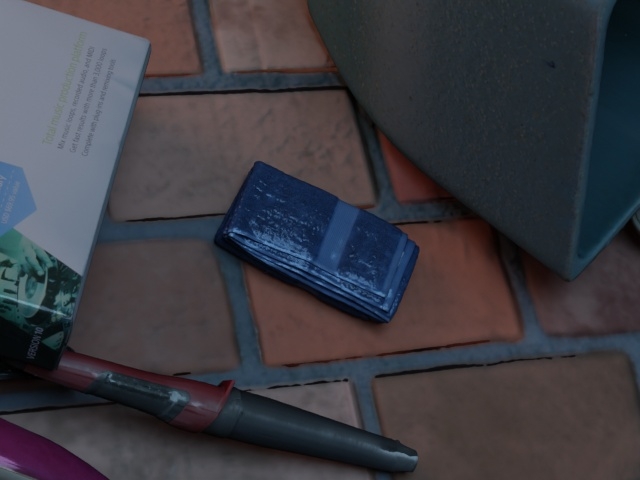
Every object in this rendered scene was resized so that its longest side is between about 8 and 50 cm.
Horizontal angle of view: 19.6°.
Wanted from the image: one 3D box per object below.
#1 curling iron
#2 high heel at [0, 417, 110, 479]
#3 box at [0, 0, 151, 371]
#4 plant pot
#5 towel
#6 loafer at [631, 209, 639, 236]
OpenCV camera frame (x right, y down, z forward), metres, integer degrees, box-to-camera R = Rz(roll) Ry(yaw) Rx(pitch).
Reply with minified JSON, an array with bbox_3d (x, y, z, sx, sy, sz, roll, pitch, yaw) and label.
[{"bbox_3d":[-0.068,0.088,1.061,0.274,0.035,0.068,17,18,-15],"label":"curling iron"},{"bbox_3d":[-0.199,0.085,1.016,0.244,0.082,0.117,19,51,-3],"label":"high heel"},{"bbox_3d":[-0.272,-0.071,1.033,0.322,0.058,0.232,16,45,-7],"label":"box"},{"bbox_3d":[0.129,-0.181,1.153,0.252,0.247,0.247,32,58,24],"label":"plant pot"},{"bbox_3d":[0.000,0.000,1.140,0.119,0.029,0.067,26,59,-4],"label":"towel"},{"bbox_3d":[0.226,-0.048,1.236,0.045,0.039,0.125,-2,57,18],"label":"loafer"}]
